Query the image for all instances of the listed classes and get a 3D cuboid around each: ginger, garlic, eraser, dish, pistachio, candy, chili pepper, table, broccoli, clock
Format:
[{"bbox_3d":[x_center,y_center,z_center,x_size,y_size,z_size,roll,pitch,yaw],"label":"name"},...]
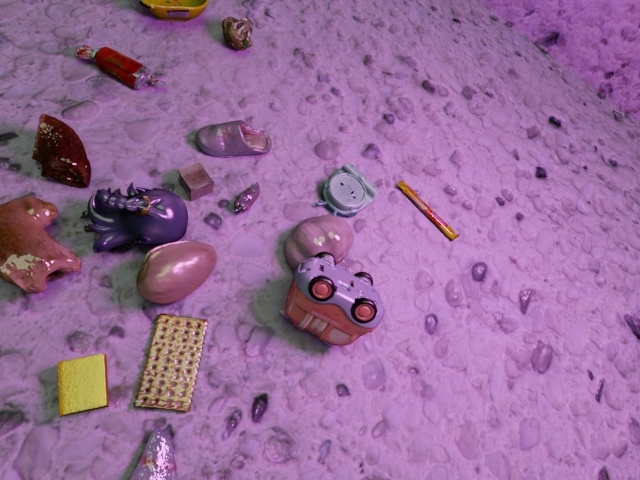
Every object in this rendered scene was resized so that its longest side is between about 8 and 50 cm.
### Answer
[{"bbox_3d":[-0.718,0.002,0.997,0.276,0.130,0.221,30,51,-9],"label":"ginger"},{"bbox_3d":[0.000,0.000,1.242,0.229,0.143,0.178,-36,82,-21],"label":"garlic"},{"bbox_3d":[-0.546,0.332,0.944,0.097,0.045,0.122,-8,70,-22],"label":"eraser"},{"bbox_3d":[-0.545,-0.877,1.487,0.263,0.108,0.221,-23,75,-29],"label":"dish"},{"bbox_3d":[-0.383,0.075,1.083,0.223,0.126,0.152,-39,116,-34],"label":"pistachio"},{"bbox_3d":[-0.647,-0.562,1.329,0.292,0.059,0.086,25,57,-7],"label":"candy"},{"bbox_3d":[-0.231,-0.130,1.279,0.050,0.041,0.153,46,41,-17],"label":"chili pepper"},{"bbox_3d":[-0.379,-0.180,1.237,0.079,0.062,0.083,-30,78,-28],"label":"table"},{"bbox_3d":[-0.304,-0.773,1.517,0.130,0.120,0.131,46,24,-17],"label":"broccoli"},{"bbox_3d":[0.083,-0.154,1.386,0.159,0.066,0.211,42,60,5],"label":"clock"}]

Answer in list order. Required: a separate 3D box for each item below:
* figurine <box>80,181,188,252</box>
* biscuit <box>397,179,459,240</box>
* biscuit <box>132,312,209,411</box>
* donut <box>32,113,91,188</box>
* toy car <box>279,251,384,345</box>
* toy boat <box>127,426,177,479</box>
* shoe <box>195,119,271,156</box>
[{"bbox_3d":[-0.492,-0.061,1.088,0.265,0.197,0.175,-11,106,-27],"label":"figurine"},{"bbox_3d":[0.393,-0.109,1.497,0.292,0.026,0.048,46,40,6],"label":"biscuit"},{"bbox_3d":[-0.373,0.304,1.034,0.139,0.016,0.231,12,62,-14],"label":"biscuit"},{"bbox_3d":[-0.712,-0.253,1.127,0.144,0.126,0.186,4,64,-25],"label":"donut"},{"bbox_3d":[0.029,0.180,1.131,0.271,0.212,0.180,28,20,-8],"label":"toy car"},{"bbox_3d":[-0.386,0.564,0.881,0.206,0.096,0.282,30,47,-11],"label":"toy boat"},{"bbox_3d":[-0.275,-0.337,1.329,0.251,0.100,0.103,-2,67,-23],"label":"shoe"}]
